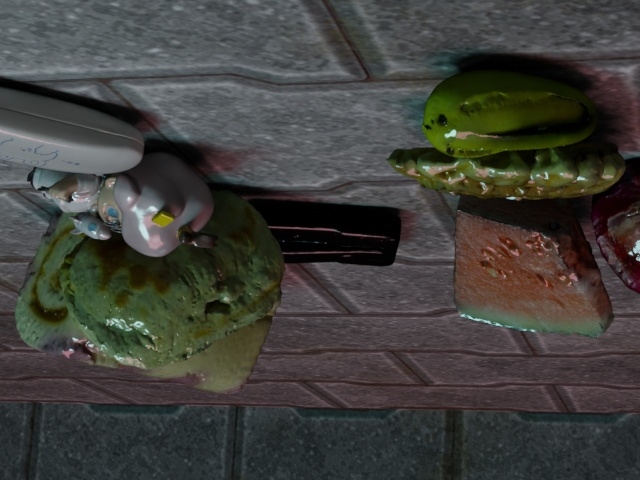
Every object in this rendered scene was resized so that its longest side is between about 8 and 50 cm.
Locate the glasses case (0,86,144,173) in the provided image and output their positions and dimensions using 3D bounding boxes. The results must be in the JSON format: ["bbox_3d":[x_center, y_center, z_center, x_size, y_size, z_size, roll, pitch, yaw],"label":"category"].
[{"bbox_3d":[-0.283,-0.107,1.437,0.233,0.059,0.092,13,164,-30],"label":"glasses case"}]

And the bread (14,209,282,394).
[{"bbox_3d":[-0.213,0.080,1.900,0.155,0.187,0.338,23,-178,42],"label":"bread"}]

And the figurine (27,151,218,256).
[{"bbox_3d":[-0.199,-0.045,1.579,0.229,0.112,0.137,12,161,19],"label":"figurine"}]

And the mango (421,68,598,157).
[{"bbox_3d":[0.166,-0.113,1.300,0.165,0.074,0.091,-5,177,-23],"label":"mango"}]

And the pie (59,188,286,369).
[{"bbox_3d":[-0.169,0.029,1.657,0.248,0.201,0.090,-28,158,-21],"label":"pie"}]

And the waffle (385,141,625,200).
[{"bbox_3d":[0.188,-0.065,1.424,0.204,0.054,0.223,-1,-179,21],"label":"waffle"}]

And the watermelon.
[{"bbox_3d":[0.224,0.002,1.661,0.193,0.140,0.257,3,157,22],"label":"watermelon"}]

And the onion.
[{"bbox_3d":[0.382,-0.004,1.573,0.195,0.140,0.218,-5,168,4],"label":"onion"}]

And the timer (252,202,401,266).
[{"bbox_3d":[0.000,0.000,1.797,0.187,0.055,0.144,4,166,0],"label":"timer"}]
